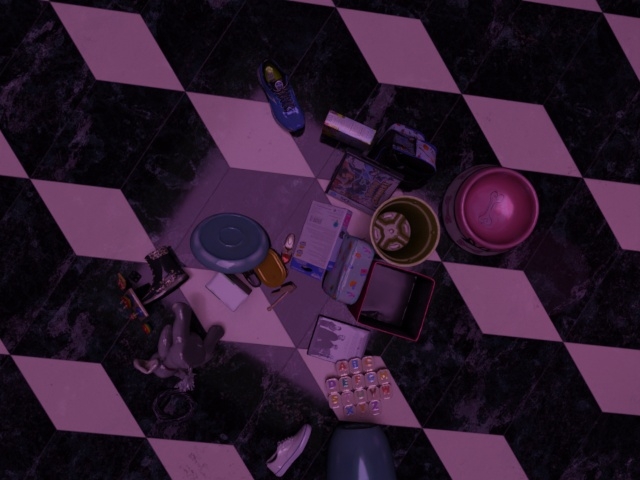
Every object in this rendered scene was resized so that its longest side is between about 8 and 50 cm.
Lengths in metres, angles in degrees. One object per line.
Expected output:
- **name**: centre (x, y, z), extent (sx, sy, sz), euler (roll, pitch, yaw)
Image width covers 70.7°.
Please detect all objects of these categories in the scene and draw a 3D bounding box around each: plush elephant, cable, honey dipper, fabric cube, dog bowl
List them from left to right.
- **plush elephant**: centre (-0.588, 0.456, 1.833), extent (0.255, 0.272, 0.330), euler (-15, 54, 31)
- **cable**: centre (-0.616, 0.704, 1.921), extent (0.184, 0.047, 0.150), euler (-14, 87, -1)
- **honey dipper**: centre (-0.169, 0.248, 1.946), extent (0.161, 0.030, 0.030), euler (-43, 93, 3)
- **fabric cube**: centre (0.285, 0.232, 1.856), extent (0.254, 0.258, 0.259), euler (18, 90, -3)
- **dog bowl**: centre (0.738, -0.133, 1.931), extent (0.408, 0.150, 0.408), euler (0, 90, -3)

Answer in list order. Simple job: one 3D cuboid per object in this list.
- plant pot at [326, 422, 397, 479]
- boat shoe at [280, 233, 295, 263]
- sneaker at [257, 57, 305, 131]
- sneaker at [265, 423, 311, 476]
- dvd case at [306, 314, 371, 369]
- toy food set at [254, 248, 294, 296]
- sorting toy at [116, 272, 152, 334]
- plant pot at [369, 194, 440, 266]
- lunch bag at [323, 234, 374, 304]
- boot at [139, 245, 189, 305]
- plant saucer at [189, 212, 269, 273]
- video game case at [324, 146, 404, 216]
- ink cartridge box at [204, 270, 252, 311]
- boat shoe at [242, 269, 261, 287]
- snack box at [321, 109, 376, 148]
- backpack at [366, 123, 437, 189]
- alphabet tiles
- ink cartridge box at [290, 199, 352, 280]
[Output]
- **plant pot**: centre (0.159, 0.885, 1.854), extent (0.293, 0.293, 0.235), euler (-3, 75, -3)
- **boat shoe**: centre (-0.139, 0.037, 1.935), extent (0.049, 0.043, 0.137), euler (16, 91, -5)
- **sneaker**: centre (-0.169, -0.604, 1.873), extent (0.130, 0.147, 0.330), euler (-30, 93, -2)
- **sneaker**: centre (-0.137, 0.884, 1.921), extent (0.091, 0.094, 0.258), euler (35, 89, -8)
- **dvd case**: centre (0.080, 0.444, 1.961), extent (0.239, 0.029, 0.179), euler (18, 90, -4)
- **toy food set**: centre (-0.199, 0.127, 1.927), extent (0.128, 0.071, 0.218), euler (-29, 90, 21)
- **sorting toy**: centre (-0.779, 0.267, 1.855), extent (0.046, 0.132, 0.274), euler (-33, 93, -36)
- **plant pot**: centre (0.316, -0.038, 1.855), extent (0.276, 0.254, 0.276), euler (0, 91, -4)
- **lunch bag**: centre (0.112, 0.111, 1.865), extent (0.108, 0.224, 0.279), euler (20, 90, -18)
- **boot**: centre (-0.691, 0.152, 1.890), extent (0.236, 0.085, 0.178), euler (-34, 86, 1)
- **plant saucer**: centre (-0.363, -0.005, 1.821), extent (0.317, 0.043, 0.317), euler (8, 49, -9)
- **video game case**: centre (0.172, -0.229, 1.850), extent (0.248, 0.275, 0.035), euler (26, 55, -3)
- **ink cartridge box**: centre (-0.369, 0.197, 1.840), extent (0.154, 0.212, 0.093), euler (42, 85, -2)
- **boat shoe**: centre (-0.303, 0.146, 1.929), extent (0.049, 0.042, 0.133), euler (-38, 91, 0)
- **snack box**: centre (0.114, -0.452, 1.877), extent (0.207, 0.174, 0.070), euler (22, 91, -3)
- **backpack**: centre (0.342, -0.332, 1.863), extent (0.263, 0.276, 0.213), euler (23, 67, -11)
- **alphabet tiles**: centre (0.169, 0.642, 1.955), extent (0.284, 0.021, 0.278), euler (-9, 99, -3)
- **ink cartridge box**: centre (0.000, 0.000, 1.888), extent (0.186, 0.065, 0.311), euler (19, 87, 36)
